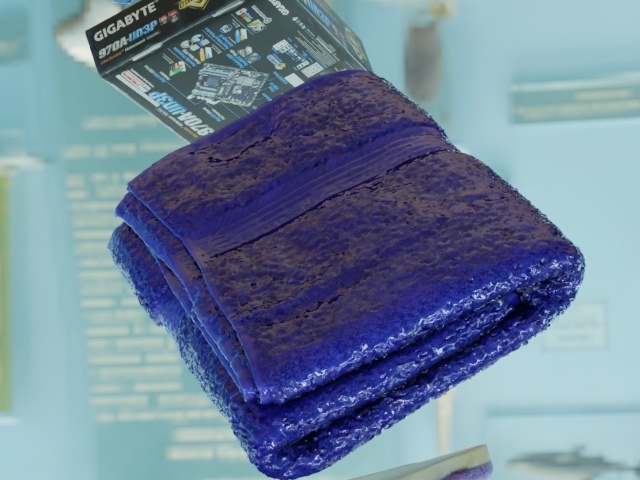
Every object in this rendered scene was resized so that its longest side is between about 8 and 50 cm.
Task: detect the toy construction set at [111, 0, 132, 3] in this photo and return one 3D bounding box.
[{"bbox_3d":[-0.070,-0.309,1.640,0.328,0.215,0.151,-23,-159,7],"label":"toy construction set"}]

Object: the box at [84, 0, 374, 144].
[{"bbox_3d":[-0.072,-0.159,1.610,0.175,0.051,0.220,-26,153,15],"label":"box"}]

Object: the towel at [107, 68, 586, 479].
[{"bbox_3d":[0.000,0.000,1.137,0.228,0.076,0.308,-32,-147,-6],"label":"towel"}]

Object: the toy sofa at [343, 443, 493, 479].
[{"bbox_3d":[-0.003,0.238,1.156,0.177,0.150,0.362,-17,175,22],"label":"toy sofa"}]
